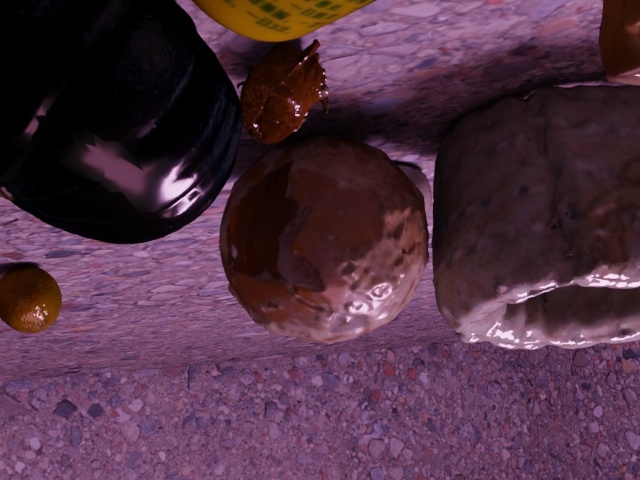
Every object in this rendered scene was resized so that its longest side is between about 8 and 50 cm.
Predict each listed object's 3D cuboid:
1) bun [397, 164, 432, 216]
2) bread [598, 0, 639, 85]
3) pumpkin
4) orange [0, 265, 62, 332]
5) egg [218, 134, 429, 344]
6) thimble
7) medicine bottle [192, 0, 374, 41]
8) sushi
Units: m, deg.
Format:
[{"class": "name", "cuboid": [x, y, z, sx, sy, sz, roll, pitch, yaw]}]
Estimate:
[{"class": "bun", "cuboid": [0.057, -0.023, 1.139, 0.138, 0.094, 0.138, -7, 165, -2]}, {"class": "bread", "cuboid": [0.258, -0.148, 0.496, 0.274, 0.149, 0.274, -9, 174, -1]}, {"class": "pumpkin", "cuboid": [-0.127, -0.077, 0.538, 0.150, 0.194, 0.194, -40, 162, 8]}, {"class": "orange", "cuboid": [-0.366, 0.075, 1.321, 0.085, 0.085, 0.095, -9, 163, 0]}, {"class": "egg", "cuboid": [0.000, 0.000, 0.966, 0.195, 0.195, 0.233, -3, -179, -27]}, {"class": "thimble", "cuboid": [0.243, -0.018, 0.989, 0.291, 0.195, 0.291, -4, 159, -2]}, {"class": "medicine bottle", "cuboid": [0.062, -0.170, 0.455, 0.309, 0.076, 0.111, -17, 168, 39]}, {"class": "sushi", "cuboid": [-0.024, -0.109, 0.759, 0.060, 0.061, 0.118, -48, -168, -24]}]
